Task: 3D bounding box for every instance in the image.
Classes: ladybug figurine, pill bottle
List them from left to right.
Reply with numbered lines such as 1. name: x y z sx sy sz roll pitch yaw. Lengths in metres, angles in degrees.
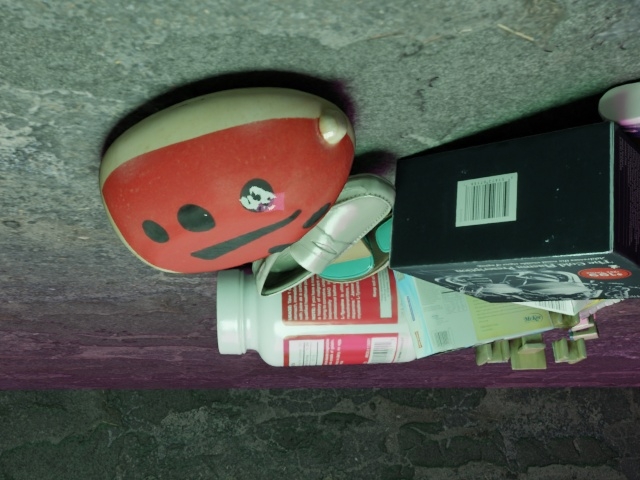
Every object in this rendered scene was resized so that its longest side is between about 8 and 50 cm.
1. ladybug figurine: -0.135 -0.066 1.014 0.305 0.162 0.449 16 153 -40
2. pill bottle: -0.006 0.143 1.498 0.407 0.229 0.229 -1 160 -4

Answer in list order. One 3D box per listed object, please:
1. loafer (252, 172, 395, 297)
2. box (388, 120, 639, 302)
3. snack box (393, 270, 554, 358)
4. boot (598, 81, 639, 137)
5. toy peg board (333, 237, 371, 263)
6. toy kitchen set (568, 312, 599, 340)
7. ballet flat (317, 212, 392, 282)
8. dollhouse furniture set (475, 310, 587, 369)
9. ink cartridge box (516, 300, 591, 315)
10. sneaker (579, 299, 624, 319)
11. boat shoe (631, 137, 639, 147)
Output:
1. loafer: 0.000 0.000 1.149 0.112 0.112 0.319 26 141 -26
2. box: 0.334 -0.019 1.096 0.343 0.179 0.312 -6 163 42
3. snack box: 0.306 0.113 1.425 0.321 0.187 0.060 -5 163 -31
4. boot: 0.465 -0.178 0.940 0.189 0.069 0.086 -3 168 25
5. toy peg board: -0.012 -0.031 1.276 0.161 0.079 0.161 -13 142 24
6. toy kitchen set: 0.608 0.138 1.804 0.122 0.166 0.207 -13 121 25
7. ballet flat: 0.121 0.008 1.342 0.316 0.108 0.106 -20 167 41
8. dollhouse furniture set: 0.439 0.168 1.601 0.212 0.242 0.161 -1 160 -4
9. ink cartridge box: 0.445 0.057 1.344 0.224 0.056 0.181 -24 -159 -37
10. sneaker: 0.633 0.098 1.637 0.208 0.094 0.081 -30 -159 -7
11. boat shoe: 0.500 -0.140 1.035 0.169 0.063 0.059 -4 154 3
